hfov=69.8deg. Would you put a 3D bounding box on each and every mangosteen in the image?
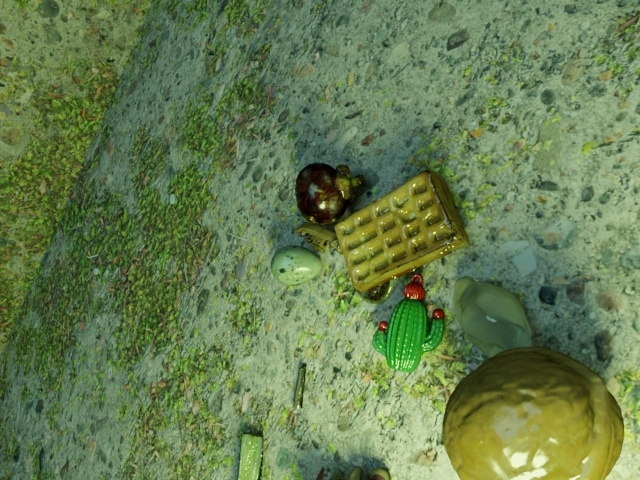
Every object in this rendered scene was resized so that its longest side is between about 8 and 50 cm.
[{"bbox_3d":[0.030,-0.146,1.380,0.218,0.192,0.192,-14,67,1],"label":"mangosteen"}]

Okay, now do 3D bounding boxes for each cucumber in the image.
[{"bbox_3d":[-0.216,0.710,1.421,0.078,0.062,0.211,3,72,4],"label":"cucumber"}]

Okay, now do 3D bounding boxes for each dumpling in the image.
[{"bbox_3d":[0.383,0.187,1.054,0.216,0.126,0.166,31,126,25],"label":"dumpling"}]

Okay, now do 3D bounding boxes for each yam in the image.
[{"bbox_3d":[-0.063,0.439,1.385,0.033,0.027,0.129,-2,77,36],"label":"yam"}]

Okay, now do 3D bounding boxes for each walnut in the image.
[{"bbox_3d":[0.394,0.352,0.868,0.333,0.333,0.332,-10,72,36],"label":"walnut"}]

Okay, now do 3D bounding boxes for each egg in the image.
[{"bbox_3d":[-0.076,0.077,1.419,0.165,0.131,0.131,-5,76,31],"label":"egg"}]

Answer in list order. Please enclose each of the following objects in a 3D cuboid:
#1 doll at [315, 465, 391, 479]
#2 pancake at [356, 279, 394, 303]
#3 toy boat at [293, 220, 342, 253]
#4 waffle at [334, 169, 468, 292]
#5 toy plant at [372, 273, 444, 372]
[{"bbox_3d":[0.060,0.675,1.151,0.256,0.152,0.196,-18,35,18],"label":"doll"},{"bbox_3d":[0.155,0.121,1.298,0.130,0.023,0.116,-40,57,29],"label":"pancake"},{"bbox_3d":[0.000,0.000,1.418,0.206,0.064,0.072,21,75,40],"label":"toy boat"},{"bbox_3d":[0.201,-0.020,1.211,0.328,0.098,0.223,-31,63,32],"label":"waffle"},{"bbox_3d":[0.237,0.220,1.172,0.155,0.088,0.240,36,90,26],"label":"toy plant"}]
